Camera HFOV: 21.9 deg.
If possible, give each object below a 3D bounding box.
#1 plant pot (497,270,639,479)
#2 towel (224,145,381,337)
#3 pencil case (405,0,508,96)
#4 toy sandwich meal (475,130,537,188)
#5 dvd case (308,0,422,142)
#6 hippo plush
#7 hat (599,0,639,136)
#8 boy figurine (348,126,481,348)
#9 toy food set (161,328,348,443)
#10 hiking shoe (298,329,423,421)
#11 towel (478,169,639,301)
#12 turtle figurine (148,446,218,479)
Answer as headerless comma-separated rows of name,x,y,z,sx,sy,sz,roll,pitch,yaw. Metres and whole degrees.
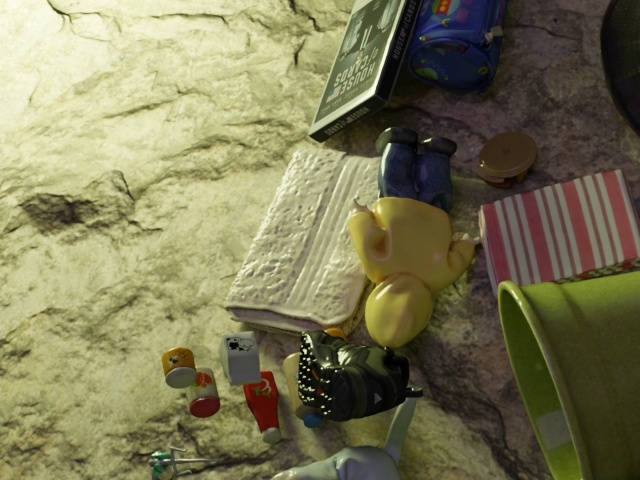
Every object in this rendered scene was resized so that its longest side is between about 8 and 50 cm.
plant pot,0.359,0.137,1.819,0.254,0.276,0.276,-19,52,-3
towel,0.000,0.000,2.177,0.187,0.049,0.282,9,63,27
pencil case,0.208,-0.348,2.269,0.133,0.119,0.306,-13,51,43
toy sandwich meal,0.244,-0.105,2.154,0.085,0.029,0.085,-11,50,14
dvd case,0.069,-0.262,2.269,0.179,0.029,0.239,-27,38,56
hippo plush,0.056,0.367,1.849,0.236,0.234,0.294,43,38,20
hat,0.482,-0.268,2.047,0.331,0.134,0.331,-7,72,22
boy figurine,0.117,0.004,2.081,0.177,0.092,0.285,11,69,-16
toy food set,-0.075,0.186,2.037,0.232,0.111,0.104,-4,52,-16
hiking shoe,0.042,0.159,1.914,0.114,0.086,0.227,1,13,-15
towel,0.301,-0.007,2.066,0.197,0.029,0.144,-15,54,11
turtle figurine,-0.203,0.358,1.986,0.234,0.118,0.175,-25,35,26
